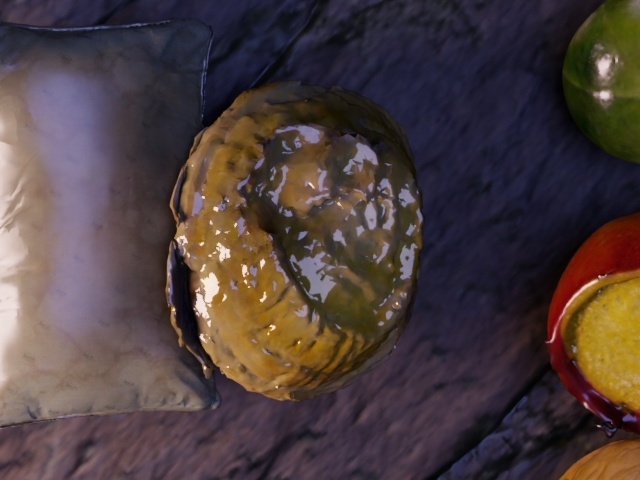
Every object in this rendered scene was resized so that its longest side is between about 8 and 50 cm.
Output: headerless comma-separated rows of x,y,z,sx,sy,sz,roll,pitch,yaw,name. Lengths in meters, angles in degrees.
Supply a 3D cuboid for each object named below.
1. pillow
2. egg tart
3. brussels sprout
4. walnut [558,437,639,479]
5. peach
-0.162,-0.018,1.372,0.185,0.075,0.302,-3,96,-19,pillow
0.000,0.000,1.388,0.232,0.098,0.252,45,69,-23,egg tart
0.262,-0.132,1.459,0.155,0.117,0.155,-7,117,-13,brussels sprout
0.238,0.230,1.472,0.180,0.144,0.144,-39,103,-13,walnut
0.283,0.065,1.437,0.226,0.190,0.196,-8,74,-30,peach
